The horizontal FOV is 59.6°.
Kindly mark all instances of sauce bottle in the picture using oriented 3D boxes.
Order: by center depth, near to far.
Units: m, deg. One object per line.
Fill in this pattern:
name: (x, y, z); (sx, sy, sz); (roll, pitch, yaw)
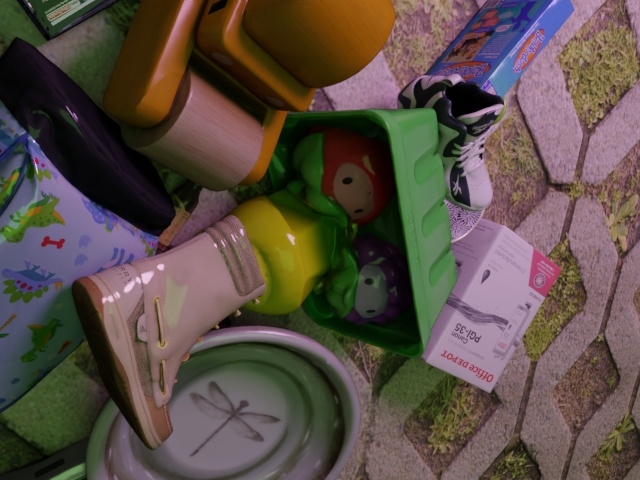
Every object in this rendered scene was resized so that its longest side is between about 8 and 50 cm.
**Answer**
sauce bottle: (-0.202, -0.046, 0.790); (0.042, 0.042, 0.128); (36, 84, -32)

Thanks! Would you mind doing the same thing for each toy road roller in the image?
toy road roller: (-0.066, -0.221, 0.645); (0.203, 0.241, 0.329); (29, 79, -52)

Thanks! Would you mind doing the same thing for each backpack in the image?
backpack: (-0.352, 0.018, 0.611); (0.356, 0.273, 0.290); (-31, 154, -3)

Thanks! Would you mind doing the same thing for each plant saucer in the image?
plant saucer: (-0.140, 0.286, 0.852); (0.401, 0.100, 0.399); (-8, 115, -17)

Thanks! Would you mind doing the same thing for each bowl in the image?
bowl: (0.204, -0.085, 0.975); (0.170, 0.080, 0.169); (-9, 110, -26)

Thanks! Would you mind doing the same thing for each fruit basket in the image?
fruit basket: (0.000, 0.000, 0.802); (0.392, 0.283, 0.391); (-11, 105, -44)

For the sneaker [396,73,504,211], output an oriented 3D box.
sneaker: (0.221, -0.146, 0.833); (0.094, 0.153, 0.234); (-30, 102, -17)

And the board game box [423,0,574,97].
board game box: (0.275, -0.307, 0.900); (0.210, 0.160, 0.047); (-49, 122, -6)

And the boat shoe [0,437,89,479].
boat shoe: (-0.396, 0.359, 0.791); (0.229, 0.080, 0.076); (-23, 113, -29)

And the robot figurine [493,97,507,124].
robot figurine: (0.280, -0.234, 0.969); (0.115, 0.067, 0.101); (-5, 137, -50)

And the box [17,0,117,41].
box: (-0.277, -0.366, 0.645); (0.220, 0.051, 0.175); (-39, 119, -14)

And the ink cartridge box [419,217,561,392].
ink cartridge box: (0.297, 0.122, 1.066); (0.207, 0.117, 0.282); (30, 89, -32)

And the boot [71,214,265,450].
boot: (-0.159, 0.111, 0.665); (0.204, 0.095, 0.261); (-30, 132, -34)
